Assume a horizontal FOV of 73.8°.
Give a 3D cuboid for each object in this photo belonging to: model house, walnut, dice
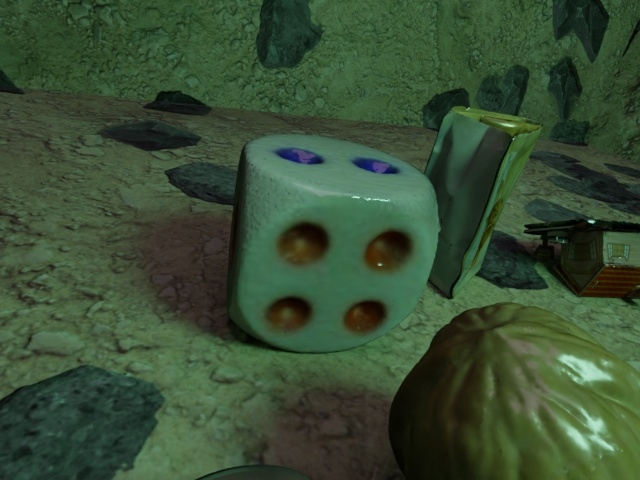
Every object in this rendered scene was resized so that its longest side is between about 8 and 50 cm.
[{"bbox_3d":[0.605,0.045,0.913,0.294,0.153,0.207,4,-5,-13],"label":"model house"},{"bbox_3d":[0.166,0.175,0.350,0.225,0.260,0.225,-20,20,8],"label":"walnut"},{"bbox_3d":[0.000,0.000,0.619,0.252,0.259,0.243,4,30,-15],"label":"dice"}]

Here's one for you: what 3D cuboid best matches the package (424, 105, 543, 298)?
[{"bbox_3d":[0.261,-0.085,0.806,0.165,0.311,0.221,29,34,26],"label":"package"}]

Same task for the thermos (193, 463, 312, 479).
[{"bbox_3d":[-0.019,0.272,0.193,0.146,0.176,0.265,-18,26,-13],"label":"thermos"}]
